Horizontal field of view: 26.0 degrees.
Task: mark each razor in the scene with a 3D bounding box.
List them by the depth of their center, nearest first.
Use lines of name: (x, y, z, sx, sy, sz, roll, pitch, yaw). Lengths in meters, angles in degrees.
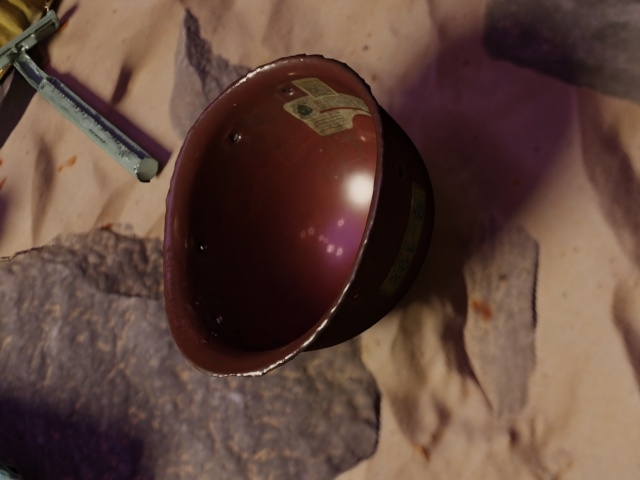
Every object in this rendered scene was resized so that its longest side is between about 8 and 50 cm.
razor: (-0.174, -0.093, 0.991, 0.084, 0.036, 0.211, -40, 50, -12)

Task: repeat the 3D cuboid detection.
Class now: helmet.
helmet: (0.000, 0.000, 0.747, 0.155, 0.106, 0.175, 4, 75, 43)

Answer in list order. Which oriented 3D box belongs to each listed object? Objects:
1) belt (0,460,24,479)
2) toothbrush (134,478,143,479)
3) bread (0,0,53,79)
belt: (-0.256, 0.149, 0.874, 0.302, 0.087, 0.072, 15, 60, 46)
toothbrush: (-0.181, 0.192, 0.848, 0.194, 0.014, 0.017, -30, 50, 22)
bread: (-0.325, -0.191, 1.094, 0.250, 0.133, 0.179, -43, 51, 13)
